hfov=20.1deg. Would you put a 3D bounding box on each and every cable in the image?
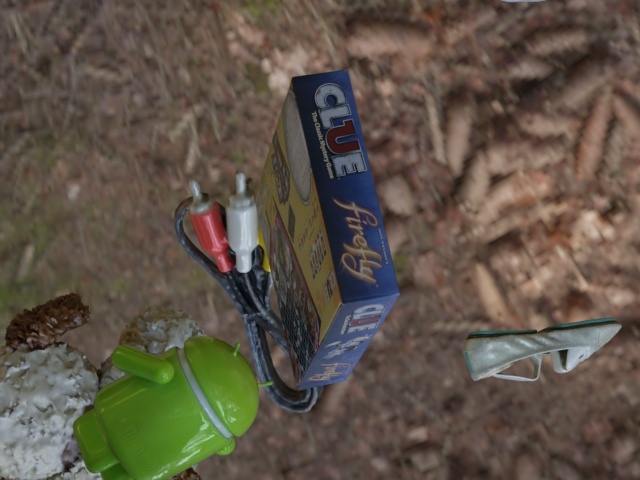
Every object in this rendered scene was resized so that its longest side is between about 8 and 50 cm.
[{"bbox_3d":[-0.079,0.057,1.881,0.139,0.072,0.287,-3,109,14],"label":"cable"}]

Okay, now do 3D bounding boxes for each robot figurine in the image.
[{"bbox_3d":[-0.087,0.101,1.064,0.115,0.067,0.101,-30,137,4],"label":"robot figurine"}]

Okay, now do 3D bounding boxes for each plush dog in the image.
[{"bbox_3d":[-0.229,0.179,1.708,0.225,0.210,0.262,23,97,-21],"label":"plush dog"}]

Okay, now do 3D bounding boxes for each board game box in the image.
[{"bbox_3d":[0.000,0.000,1.307,0.042,0.165,0.243,-9,164,-11],"label":"board game box"}]

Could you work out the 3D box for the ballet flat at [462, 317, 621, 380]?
[{"bbox_3d":[0.214,0.108,1.732,0.168,0.057,0.052,-5,81,-19],"label":"ballet flat"}]
